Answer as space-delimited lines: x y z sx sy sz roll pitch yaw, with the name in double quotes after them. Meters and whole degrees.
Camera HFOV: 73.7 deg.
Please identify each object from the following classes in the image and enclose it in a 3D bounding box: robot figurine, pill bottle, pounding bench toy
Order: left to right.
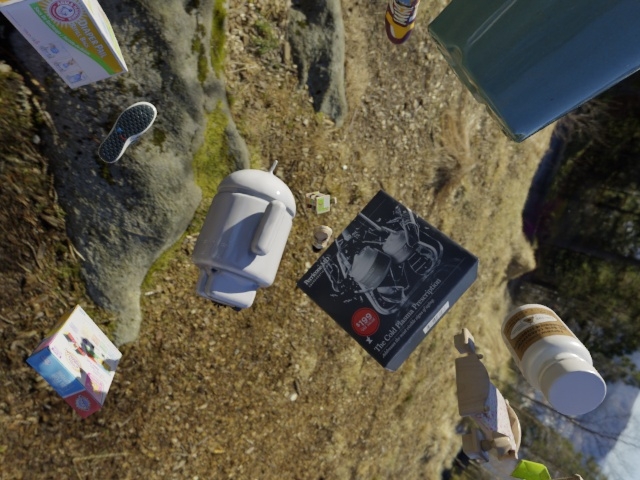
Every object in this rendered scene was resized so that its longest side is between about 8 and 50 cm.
-0.179 -0.020 1.026 0.200 0.300 0.353 27 71 -32 "robot figurine"
0.000 -0.122 1.335 0.083 0.065 0.052 -16 116 -34 "pounding bench toy"
0.474 0.240 0.883 0.229 0.131 0.131 -78 175 -70 "pill bottle"

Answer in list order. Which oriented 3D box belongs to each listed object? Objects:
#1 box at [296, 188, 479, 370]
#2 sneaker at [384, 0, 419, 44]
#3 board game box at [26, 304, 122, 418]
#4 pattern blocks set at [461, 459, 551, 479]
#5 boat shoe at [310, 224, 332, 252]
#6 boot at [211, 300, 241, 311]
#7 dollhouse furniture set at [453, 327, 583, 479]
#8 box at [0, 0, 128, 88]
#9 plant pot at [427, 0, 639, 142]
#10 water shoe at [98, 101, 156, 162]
0.175 0.105 1.117 0.343 0.312 0.179 -48 154 -4 "box"
0.166 -0.478 0.860 0.185 0.070 0.083 97 12 -50 "sneaker"
-0.755 0.367 1.345 0.064 0.316 0.242 -32 109 -5 "board game box"
0.449 0.633 0.930 0.026 0.325 0.285 49 57 -72 "pattern blocks set"
0.000 0.000 1.413 0.170 0.063 0.059 103 -1 -70 "boat shoe"
-0.260 0.138 1.217 0.045 0.099 0.121 2 102 -60 "boot"
0.436 0.394 0.893 0.303 0.174 0.355 49 33 -25 "dollhouse furniture set"
-0.403 -0.351 0.667 0.103 0.114 0.203 -22 171 -8 "box"
0.376 -0.353 0.664 0.334 0.341 0.341 -39 146 23 "plant pot"
-0.536 -0.304 1.180 0.203 0.080 0.073 -45 115 1 "water shoe"
